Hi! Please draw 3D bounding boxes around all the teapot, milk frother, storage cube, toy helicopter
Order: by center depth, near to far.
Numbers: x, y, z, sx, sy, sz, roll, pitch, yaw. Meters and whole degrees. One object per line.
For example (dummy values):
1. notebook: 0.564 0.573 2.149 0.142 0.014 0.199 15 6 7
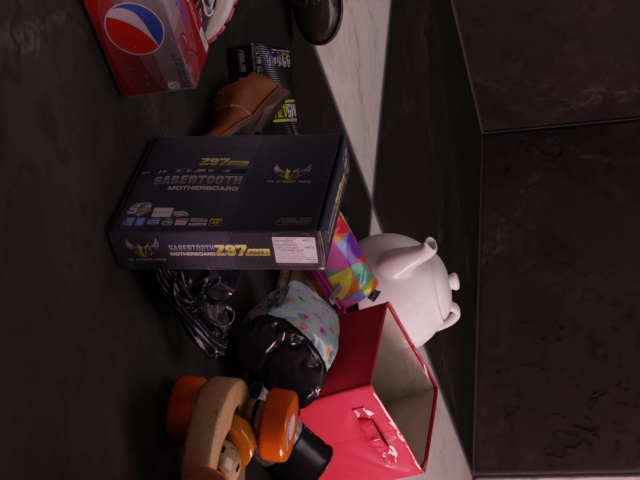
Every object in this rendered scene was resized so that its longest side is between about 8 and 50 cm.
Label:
1. toy helicopter: -0.127 0.327 1.307 0.235 0.140 0.354 -26 124 -80
2. milk frother: -0.084 0.281 1.539 0.135 0.129 0.143 45 63 -14
3. storage cube: 0.041 0.234 1.734 0.183 0.193 0.215 59 25 -27
4. teapot: 0.174 0.097 2.280 0.256 0.187 0.252 -69 147 -75

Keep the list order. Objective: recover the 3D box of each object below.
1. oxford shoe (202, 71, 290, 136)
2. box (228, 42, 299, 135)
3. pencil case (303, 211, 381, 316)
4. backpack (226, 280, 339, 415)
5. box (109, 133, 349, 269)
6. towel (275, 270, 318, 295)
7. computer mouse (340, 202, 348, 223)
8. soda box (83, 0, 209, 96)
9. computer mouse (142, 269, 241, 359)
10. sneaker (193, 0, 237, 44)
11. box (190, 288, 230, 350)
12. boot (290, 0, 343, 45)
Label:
1. oxford shoe: -0.121 -0.163 1.584 0.076 0.076 0.212 -53 179 38
2. box: -0.079 -0.195 1.762 0.191 0.045 0.184 -22 104 -73
3. pencil case: 0.000 0.000 1.784 0.236 0.104 0.104 61 22 -14
4. backpack: -0.041 0.136 1.627 0.152 0.115 0.182 50 14 -10
5. box: -0.094 -0.045 1.312 0.183 0.233 0.059 -74 161 -51
6. towel: -0.017 0.050 1.920 0.282 0.049 0.187 -78 156 -43
7. computer mouse: 0.017 -0.083 2.110 0.242 0.041 0.071 72 18 -60
8. soda box: -0.202 -0.282 1.250 0.083 0.092 0.263 -78 159 -46
9. computer mouse: -0.144 -0.009 1.446 0.188 0.072 0.272 61 36 -42
10. sneaker: -0.173 -0.363 1.378 0.112 0.121 0.299 -3 88 -48
11. box: -0.139 0.090 1.516 0.067 0.018 0.083 -58 141 -65
12. boot: -0.053 -0.437 1.881 0.229 0.091 0.262 -27 108 -67
